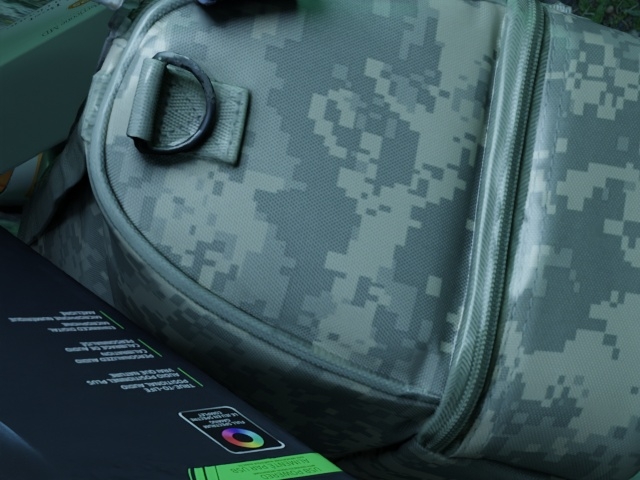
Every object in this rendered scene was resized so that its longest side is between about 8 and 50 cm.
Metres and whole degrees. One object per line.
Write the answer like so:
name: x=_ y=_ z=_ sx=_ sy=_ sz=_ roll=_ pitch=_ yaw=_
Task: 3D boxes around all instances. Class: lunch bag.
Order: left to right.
lunch bag: x=0.000 y=0.000 z=0.782 sx=0.256 sy=0.213 sz=0.305 roll=13 pitch=-14 yaw=-14

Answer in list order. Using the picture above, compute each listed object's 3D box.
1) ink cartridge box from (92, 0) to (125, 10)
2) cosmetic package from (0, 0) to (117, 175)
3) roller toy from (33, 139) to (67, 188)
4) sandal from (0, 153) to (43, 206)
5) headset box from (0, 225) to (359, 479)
ink cartridge box: x=-0.216 y=-0.215 z=0.707 sx=0.309 sy=0.130 sz=0.272 roll=17 pitch=10 yaw=-14
cosmetic package: x=-0.212 y=-0.065 z=0.997 sx=0.239 sy=0.060 sz=0.099 roll=-29 pitch=22 yaw=0
roller toy: x=-0.082 y=-0.031 z=1.114 sx=0.209 sy=0.146 sz=0.191 roll=16 pitch=15 yaw=-1
sandal: x=-0.166 y=-0.079 z=1.260 sx=0.076 sy=0.102 sz=0.265 roll=-18 pitch=-13 yaw=42
headset box: x=-0.162 y=0.097 z=0.601 sx=0.246 sy=0.131 sz=0.283 roll=1 pitch=22 yaw=-43
